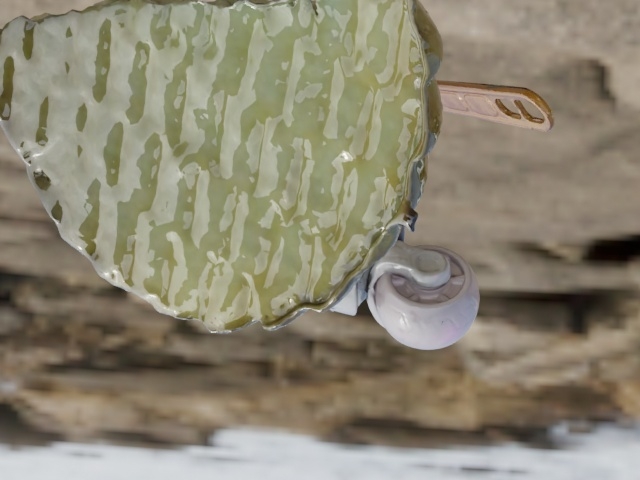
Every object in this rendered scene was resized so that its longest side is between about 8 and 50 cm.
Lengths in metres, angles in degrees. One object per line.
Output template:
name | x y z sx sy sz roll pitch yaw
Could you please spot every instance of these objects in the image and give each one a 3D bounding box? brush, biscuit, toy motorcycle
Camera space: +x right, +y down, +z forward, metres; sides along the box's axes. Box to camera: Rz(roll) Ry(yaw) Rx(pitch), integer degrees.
brush | 0.099 -0.123 1.686 0.090 0.017 0.314 52 162 -27
biscuit | -0.051 -0.043 1.032 0.274 0.187 0.036 0 -168 31
toy motorcycle | 0.000 0.000 1.419 0.254 0.112 0.112 37 -173 30
